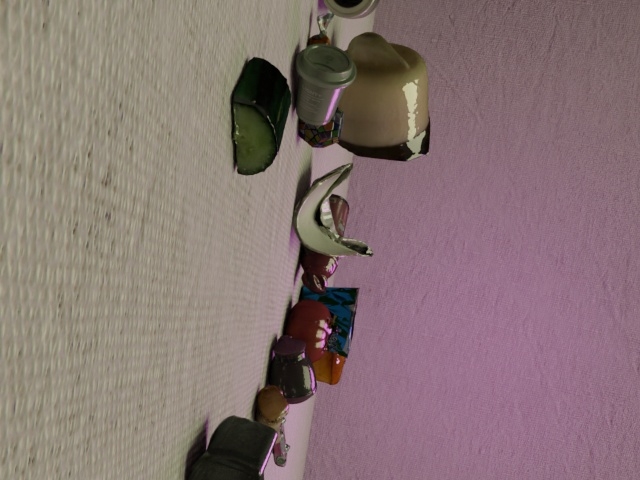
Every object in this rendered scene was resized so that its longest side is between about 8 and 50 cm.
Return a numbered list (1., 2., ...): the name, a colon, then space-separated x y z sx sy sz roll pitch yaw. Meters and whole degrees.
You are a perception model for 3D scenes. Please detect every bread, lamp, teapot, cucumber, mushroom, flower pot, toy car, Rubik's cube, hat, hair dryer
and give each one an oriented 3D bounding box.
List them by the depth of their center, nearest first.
1. cucumber: -0.077 -0.164 0.787 0.116 0.062 0.115 95 2 -50
2. flower pot: -0.132 0.377 0.838 0.108 0.103 0.229 -57 157 -77
3. Rubik's cube: 0.002 -0.258 1.310 0.111 0.093 0.111 11 90 -84
4. hair dryer: 0.072 -0.691 1.329 0.203 0.128 0.362 -65 156 -68
5. mushroom: -0.112 0.405 1.332 0.209 0.071 0.084 98 -28 -48
6. teapot: -0.066 0.300 1.424 0.148 0.116 0.146 -57 145 -69
7. hat: 0.002 -0.053 1.546 0.301 0.168 0.258 -20 97 -58
8. toy car: -0.115 0.534 1.576 0.069 0.055 0.142 -63 147 -77
9. lamp: -0.026 0.250 1.612 0.182 0.140 0.182 11 90 -81
10. bread: 0.017 0.382 2.191 0.312 0.172 0.312 7 90 -90

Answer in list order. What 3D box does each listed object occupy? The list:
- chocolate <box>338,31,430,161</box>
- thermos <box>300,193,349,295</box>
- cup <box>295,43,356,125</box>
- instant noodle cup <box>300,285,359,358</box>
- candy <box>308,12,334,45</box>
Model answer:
1. chocolate: 0.182 -0.430 1.714 0.314 0.326 0.297 -78 178 -46
2. thermos: 0.008 0.003 1.726 0.136 0.109 0.330 94 7 -48
3. cup: 0.002 -0.301 1.163 0.141 0.120 0.120 107 -3 -48
4. instant noodle cup: 0.020 0.248 1.879 0.240 0.178 0.240 9 90 -85
5. candy: -0.007 -0.395 1.255 0.053 0.046 0.182 -74 177 -77
